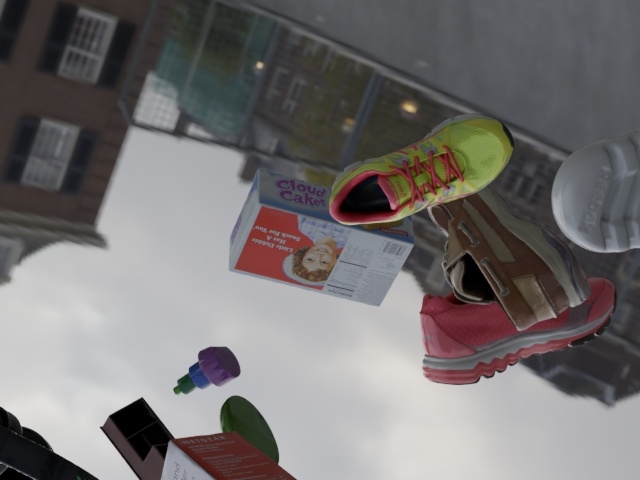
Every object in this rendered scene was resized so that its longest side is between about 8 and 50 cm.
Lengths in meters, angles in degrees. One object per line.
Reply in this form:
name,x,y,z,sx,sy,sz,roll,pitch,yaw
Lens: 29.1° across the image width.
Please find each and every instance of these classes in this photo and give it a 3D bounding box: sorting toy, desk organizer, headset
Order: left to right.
headset,-0.511,0.349,1.876,0.394,0.185,0.243,17,157,25
desk organizer,-0.214,0.257,1.534,0.047,0.050,0.130,2,-144,-51
sorting toy,-0.136,0.335,1.830,0.127,0.126,0.366,28,-147,-58

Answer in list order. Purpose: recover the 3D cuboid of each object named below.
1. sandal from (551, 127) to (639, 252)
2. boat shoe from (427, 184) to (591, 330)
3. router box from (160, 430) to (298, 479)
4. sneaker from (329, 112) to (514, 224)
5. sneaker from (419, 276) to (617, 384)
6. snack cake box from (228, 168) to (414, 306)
sandal,0.430,-0.083,1.379,0.416,0.169,0.102,-4,-164,-23
boat shoe,0.201,0.014,1.520,0.123,0.116,0.324,55,174,-26
router box,-0.058,0.393,1.125,0.082,0.335,0.301,-1,-160,-42
sneaker,0.099,-0.061,1.249,0.081,0.208,0.094,63,-156,-8
sneaker,0.270,0.087,1.659,0.313,0.136,0.116,-19,-168,-23
snack cake box,0.000,0.000,1.976,0.264,0.152,0.089,15,-140,-15
